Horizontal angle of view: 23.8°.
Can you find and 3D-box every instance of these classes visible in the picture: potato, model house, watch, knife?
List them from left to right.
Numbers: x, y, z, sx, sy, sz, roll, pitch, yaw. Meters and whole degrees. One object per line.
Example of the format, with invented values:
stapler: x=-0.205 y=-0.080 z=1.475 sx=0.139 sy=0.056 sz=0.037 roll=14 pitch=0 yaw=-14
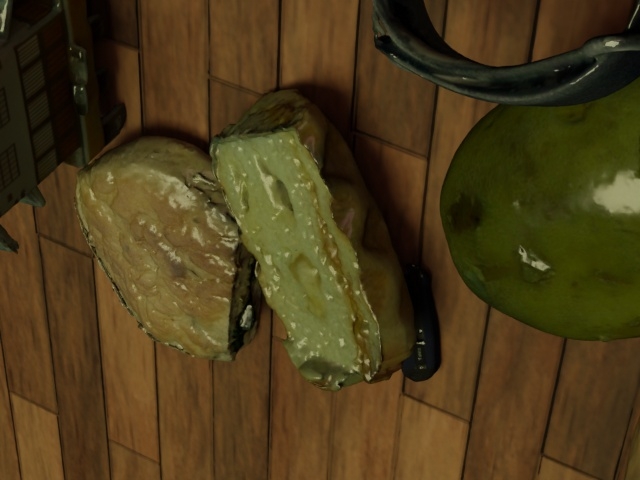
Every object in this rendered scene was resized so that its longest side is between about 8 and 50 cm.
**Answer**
model house: x=-0.283 y=-0.122 z=1.145 sx=0.224 sy=0.215 sz=0.198 roll=20 pitch=136 yaw=22
knife: x=0.076 y=0.063 z=1.185 sx=0.031 sy=0.018 sz=0.121 roll=14 pitch=130 yaw=26
watch: x=0.119 y=-0.163 z=0.847 sx=0.206 sy=0.068 sz=0.193 roll=38 pitch=116 yaw=36
potato: x=0.193 y=-0.033 z=0.923 sx=0.253 sy=0.148 sz=0.186 roll=-10 pitch=135 yaw=32

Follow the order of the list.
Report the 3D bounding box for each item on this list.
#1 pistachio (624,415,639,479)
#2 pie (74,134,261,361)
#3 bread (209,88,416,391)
pistachio: x=0.281 y=0.149 z=1.041 sx=0.200 sy=0.117 sz=0.145 roll=113 pitch=141 yaw=-55
pie: x=-0.130 y=0.003 z=1.260 sx=0.185 sy=0.052 sz=0.218 roll=25 pitch=139 yaw=14
bread: x=0.000 y=0.000 z=1.136 sx=0.128 sy=0.088 sz=0.232 roll=-2 pitch=116 yaw=43
